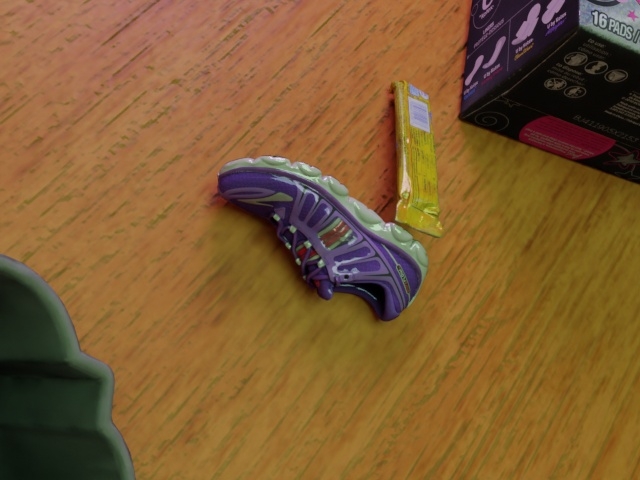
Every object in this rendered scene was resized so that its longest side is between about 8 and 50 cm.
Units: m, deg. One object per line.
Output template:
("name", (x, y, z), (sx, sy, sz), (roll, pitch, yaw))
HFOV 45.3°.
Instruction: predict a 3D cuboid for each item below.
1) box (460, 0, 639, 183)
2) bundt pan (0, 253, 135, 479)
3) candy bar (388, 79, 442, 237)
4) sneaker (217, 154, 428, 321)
("box", (0.269, -0.159, 0.652), (0.247, 0.163, 0.142), (15, 69, -19))
("bundt pan", (-0.232, 0.144, 0.290), (0.330, 0.124, 0.331), (-4, 94, -58))
("candy bar", (0.073, -0.069, 0.591), (0.040, 0.018, 0.162), (21, 45, -20))
("sneaker", (0.000, 0.000, 0.538), (0.169, 0.068, 0.071), (31, 69, -12))
